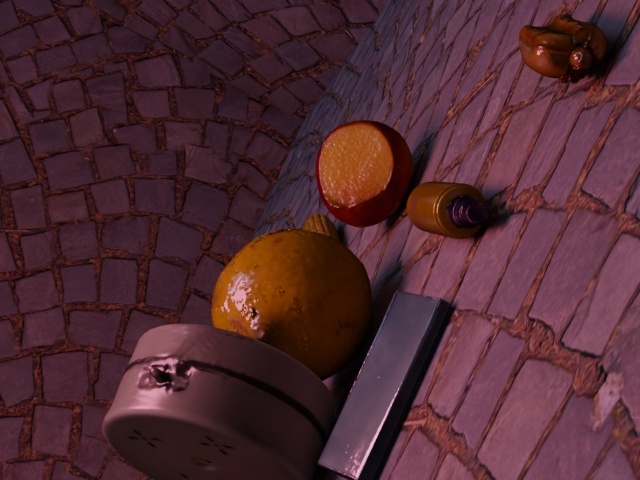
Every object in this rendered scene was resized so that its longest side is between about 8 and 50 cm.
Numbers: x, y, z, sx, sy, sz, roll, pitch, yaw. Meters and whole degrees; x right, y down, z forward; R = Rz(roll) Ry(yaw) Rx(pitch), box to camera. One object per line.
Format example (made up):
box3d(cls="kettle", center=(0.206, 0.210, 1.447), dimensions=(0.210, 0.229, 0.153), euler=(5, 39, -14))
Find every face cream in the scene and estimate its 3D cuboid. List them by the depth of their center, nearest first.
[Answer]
box3d(cls="face cream", center=(0.186, -0.043, 1.792), dimensions=(0.078, 0.078, 0.273), euler=(-63, 8, -1))

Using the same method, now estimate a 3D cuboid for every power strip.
box3d(cls="power strip", center=(-0.158, 0.271, 1.958), dimensions=(0.357, 0.357, 0.161), euler=(-49, 19, 58))

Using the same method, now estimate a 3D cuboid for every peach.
box3d(cls="peach", center=(0.075, -0.123, 2.320), dimensions=(0.190, 0.190, 0.192), euler=(-58, -5, 27))

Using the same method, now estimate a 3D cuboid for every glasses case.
box3d(cls="glasses case", center=(0.097, 0.202, 1.719), dimensions=(0.105, 0.056, 0.266), euler=(9, 71, 55))

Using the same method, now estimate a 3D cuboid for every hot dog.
box3d(cls="hot dog", center=(0.312, -0.246, 1.656), dimensions=(0.249, 0.102, 0.076), euler=(-91, -12, -76))

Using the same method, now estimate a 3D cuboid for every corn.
box3d(cls="corn", center=(0.000, 0.000, 2.728), dimensions=(0.081, 0.081, 0.248), euler=(-61, 10, 11))

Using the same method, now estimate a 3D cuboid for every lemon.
box3d(cls="lemon", center=(-0.046, 0.110, 2.059), dimensions=(0.258, 0.258, 0.310), euler=(-59, -14, 21))
